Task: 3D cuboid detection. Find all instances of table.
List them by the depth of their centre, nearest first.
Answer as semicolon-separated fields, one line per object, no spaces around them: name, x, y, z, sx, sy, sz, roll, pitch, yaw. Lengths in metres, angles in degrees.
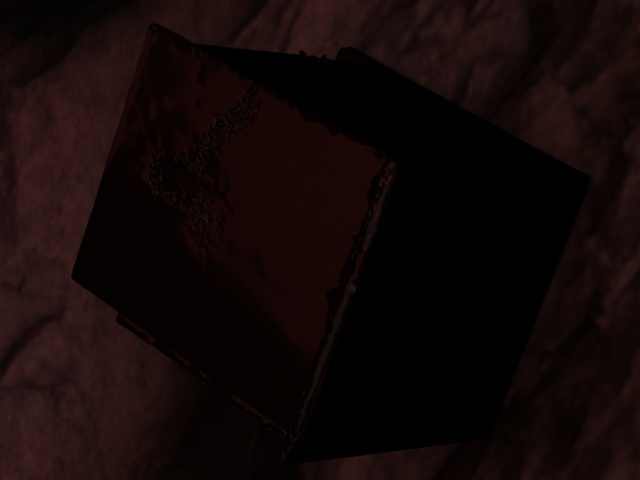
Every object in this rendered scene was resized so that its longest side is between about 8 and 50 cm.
table;0.000;0.000;1.066;0.193;0.169;0.172;32;110;36

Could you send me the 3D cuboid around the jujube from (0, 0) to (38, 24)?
jujube;-0.235;-0.250;1.250;0.308;0.215;0.246;-4;64;45
